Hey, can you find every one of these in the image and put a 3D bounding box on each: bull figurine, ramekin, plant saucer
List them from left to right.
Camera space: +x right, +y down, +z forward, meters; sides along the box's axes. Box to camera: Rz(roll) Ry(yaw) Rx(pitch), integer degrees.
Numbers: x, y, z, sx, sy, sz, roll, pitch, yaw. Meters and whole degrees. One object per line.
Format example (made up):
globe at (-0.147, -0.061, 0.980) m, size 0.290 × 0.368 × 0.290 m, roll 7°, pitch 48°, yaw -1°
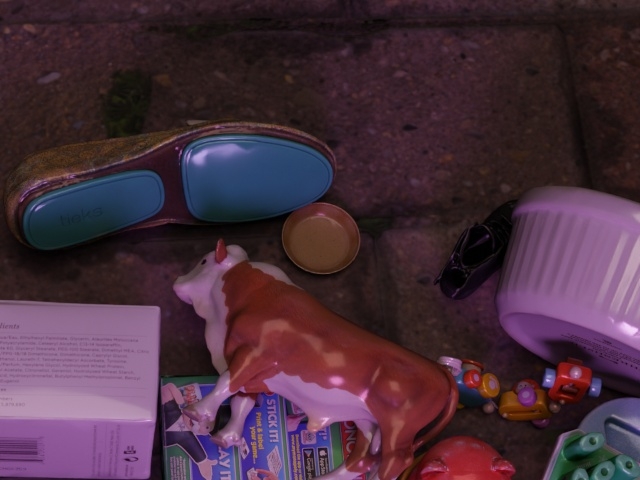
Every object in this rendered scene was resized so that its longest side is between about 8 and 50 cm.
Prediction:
bull figurine at (-0.024, 0.127, 1.800) m, size 0.310 × 0.101 × 0.188 m, roll 24°, pitch 70°, yaw 9°
plant saucer at (0.000, 0.000, 1.958) m, size 0.083 × 0.015 × 0.083 m, roll 3°, pitch 65°, yaw -6°
ramekin at (0.297, 0.062, 1.837) m, size 0.273 × 0.273 × 0.127 m, roll 24°, pitch 76°, yaw 4°

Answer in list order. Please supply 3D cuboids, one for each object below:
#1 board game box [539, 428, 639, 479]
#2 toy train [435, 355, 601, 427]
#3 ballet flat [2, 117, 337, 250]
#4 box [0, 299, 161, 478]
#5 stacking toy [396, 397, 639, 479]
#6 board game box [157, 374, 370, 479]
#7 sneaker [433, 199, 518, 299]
board game box at (0.330, 0.421, 1.693) m, size 0.390 × 0.050 × 0.390 m, roll 29°, pitch 64°, yaw -6°
toy train at (0.194, 0.137, 1.862) m, size 0.166 × 0.125 × 0.046 m, roll 10°, pitch 57°, yaw 2°
ballet flat at (-0.161, -0.073, 1.927) m, size 0.349 × 0.123 × 0.123 m, roll -12°, pitch 67°, yaw -15°
box at (-0.246, 0.145, 1.766) m, size 0.182 × 0.181 × 0.119 m, roll 2°, pitch 65°, yaw -6°
stacking toy at (0.245, 0.295, 1.789) m, size 0.309 × 0.130 × 0.279 m, roll -11°, pitch 67°, yaw -12°
board game box at (-0.045, 0.283, 1.803) m, size 0.214 × 0.046 × 0.317 m, roll -1°, pitch 65°, yaw -9°
sneaker at (0.175, 0.006, 1.937) m, size 0.051 × 0.089 × 0.170 m, roll 40°, pitch 67°, yaw 11°
